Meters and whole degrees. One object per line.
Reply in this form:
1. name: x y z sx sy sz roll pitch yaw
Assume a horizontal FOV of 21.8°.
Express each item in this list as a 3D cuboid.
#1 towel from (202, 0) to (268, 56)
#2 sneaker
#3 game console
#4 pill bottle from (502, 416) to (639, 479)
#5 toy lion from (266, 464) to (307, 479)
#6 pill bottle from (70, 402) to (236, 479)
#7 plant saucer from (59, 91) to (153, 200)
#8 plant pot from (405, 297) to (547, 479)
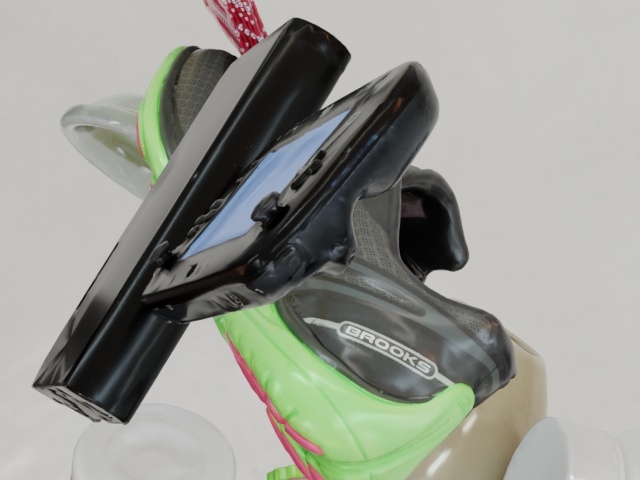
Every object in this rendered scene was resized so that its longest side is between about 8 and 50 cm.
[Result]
1. towel: -0.111 -0.266 1.358 0.031 0.275 0.199 -26 36 -5
2. sneaker: 0.000 0.000 1.281 0.202 0.185 0.483 -27 45 -6
3. game console: -0.035 -0.019 0.736 0.044 0.361 0.213 34 75 -12
4. pill bottle: 0.397 0.330 1.771 0.392 0.224 0.224 18 95 -12
5. toy lion: -0.001 0.241 1.692 0.096 0.100 0.034 -34 53 47
6. pill bottle: -0.194 0.347 1.845 0.176 0.176 0.318 36 136 28
7. plant saucer: -0.079 -0.068 1.766 0.400 0.400 0.100 20 77 30
8. plant pot: 0.154 0.180 1.930 0.284 0.284 0.191 38 97 27
